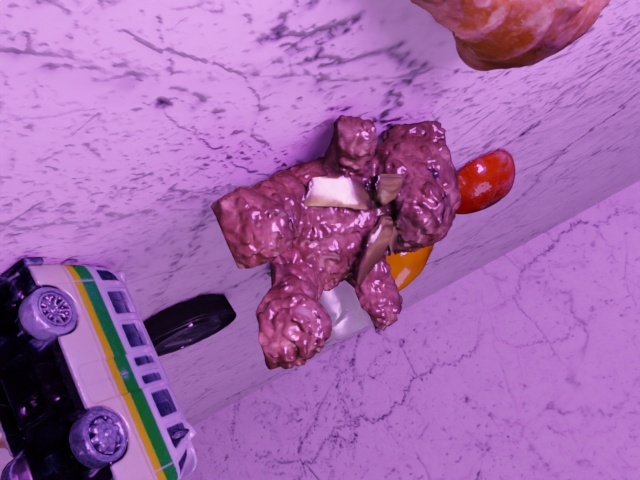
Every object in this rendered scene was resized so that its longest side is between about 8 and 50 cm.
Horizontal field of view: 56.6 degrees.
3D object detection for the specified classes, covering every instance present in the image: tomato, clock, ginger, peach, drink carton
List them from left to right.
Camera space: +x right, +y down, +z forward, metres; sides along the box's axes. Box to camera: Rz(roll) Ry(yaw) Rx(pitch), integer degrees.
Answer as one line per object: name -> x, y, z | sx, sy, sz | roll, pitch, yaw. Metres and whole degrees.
clock -> -0.237, 0.149, 1.031 | 0.184, 0.040, 0.184 | -24, 165, -7
drink carton -> 0.006, 0.093, 1.001 | 0.144, 0.142, 0.146 | -18, 180, -27
peach -> 0.124, 0.026, 1.060 | 0.179, 0.103, 0.179 | -50, -172, 10
tomato -> 0.281, -0.091, 1.047 | 0.155, 0.069, 0.155 | -25, 164, -8
ginger -> 0.125, -0.192, 0.426 | 0.131, 0.086, 0.294 | -10, 171, 33

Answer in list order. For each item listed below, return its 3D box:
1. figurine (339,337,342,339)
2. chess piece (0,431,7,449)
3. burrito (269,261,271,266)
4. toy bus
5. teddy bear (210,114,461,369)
figurine -> 0.012, 0.156, 1.325 | 0.194, 0.133, 0.274 | -21, 175, -21
chess piece -> -0.534, 0.320, 1.030 | 0.094, 0.094, 0.170 | -24, 158, -9
burrito -> 0.000, 0.000, 0.932 | 0.185, 0.041, 0.045 | -23, 156, -23
toy bus -> -0.241, 0.163, 0.619 | 0.133, 0.276, 0.164 | -32, 168, 21
teddy bear -> 0.045, -0.009, 0.625 | 0.222, 0.246, 0.296 | -11, -162, 11
